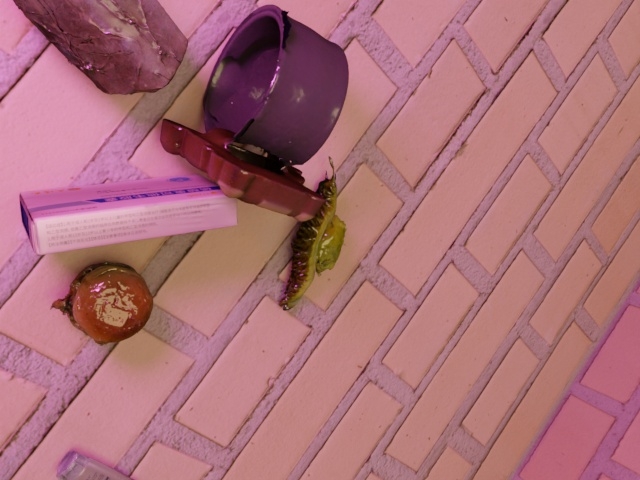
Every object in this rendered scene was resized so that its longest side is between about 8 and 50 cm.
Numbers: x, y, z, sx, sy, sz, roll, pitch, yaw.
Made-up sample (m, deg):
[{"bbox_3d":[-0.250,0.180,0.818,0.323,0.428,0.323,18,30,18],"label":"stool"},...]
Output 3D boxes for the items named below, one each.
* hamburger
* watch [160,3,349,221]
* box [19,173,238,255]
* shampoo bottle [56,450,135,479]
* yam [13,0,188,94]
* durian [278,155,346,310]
[{"bbox_3d":[-0.412,0.117,1.113,0.185,0.131,0.159,-3,102,-27],"label":"hamburger"},{"bbox_3d":[-0.086,-0.247,1.091,0.314,0.335,0.326,18,103,-34],"label":"watch"},{"bbox_3d":[-0.346,-0.057,1.063,0.344,0.200,0.065,-10,112,-29],"label":"box"},{"bbox_3d":[-0.459,0.516,1.246,0.072,0.049,0.212,-46,123,-10],"label":"shampoo bottle"},{"bbox_3d":[-0.361,-0.375,0.974,0.201,0.202,0.271,-44,124,4],"label":"yam"},{"bbox_3d":[-0.006,-0.003,1.349,0.132,0.107,0.374,13,101,-39],"label":"durian"}]
